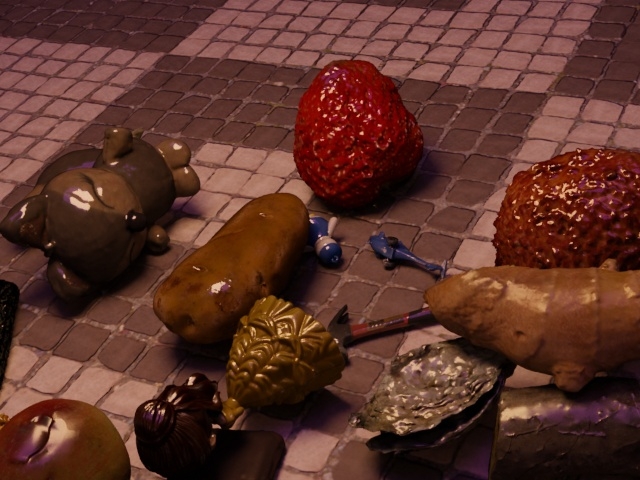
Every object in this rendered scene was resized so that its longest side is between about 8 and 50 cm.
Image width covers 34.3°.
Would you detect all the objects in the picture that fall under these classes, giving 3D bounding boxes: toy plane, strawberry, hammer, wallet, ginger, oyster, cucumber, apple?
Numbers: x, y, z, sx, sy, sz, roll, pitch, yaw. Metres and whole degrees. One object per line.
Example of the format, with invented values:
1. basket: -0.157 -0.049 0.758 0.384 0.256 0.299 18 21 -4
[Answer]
1. toy plane: 0.151 0.024 1.838 0.062 0.054 0.167 -11 28 -44
2. strawberry: 0.062 -0.215 1.980 0.257 0.277 0.257 -8 34 5
3. hammer: 0.149 0.130 1.712 0.287 0.033 0.111 -13 38 -2
4. wallet: -0.161 0.385 1.459 0.165 0.042 0.309 1 38 16
5. ginger: 0.298 0.101 1.414 0.354 0.126 0.190 9 75 38
6. oyster: 0.171 0.211 1.498 0.267 0.112 0.198 -35 18 -35
7. cucumber: -0.573 0.181 1.809 0.072 0.072 0.300 -12 38 0
8. apple: -0.373 0.334 1.470 0.174 0.207 0.188 -35 8 41

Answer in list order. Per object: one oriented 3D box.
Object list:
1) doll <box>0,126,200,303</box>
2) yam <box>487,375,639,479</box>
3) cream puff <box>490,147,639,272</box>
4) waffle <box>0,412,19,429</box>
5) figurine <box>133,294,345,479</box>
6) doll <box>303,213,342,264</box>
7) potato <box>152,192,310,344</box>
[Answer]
1. doll: -0.447 -0.039 1.986 0.378 0.252 0.382 -19 18 50
2. yam: 0.347 0.260 1.395 0.254 0.154 0.154 -4 38 13
3. cream puff: 0.414 0.019 1.540 0.350 0.350 0.229 5 34 21
4. waffle: -0.511 0.347 1.577 0.193 0.070 0.197 -33 42 -27
5. figurine: -0.138 0.235 1.537 0.187 0.168 0.315 37 54 21
6. doll: 0.000 0.000 1.897 0.099 0.058 0.143 -39 42 0
7. potato: -0.135 0.044 1.791 0.176 0.195 0.369 35 52 4
